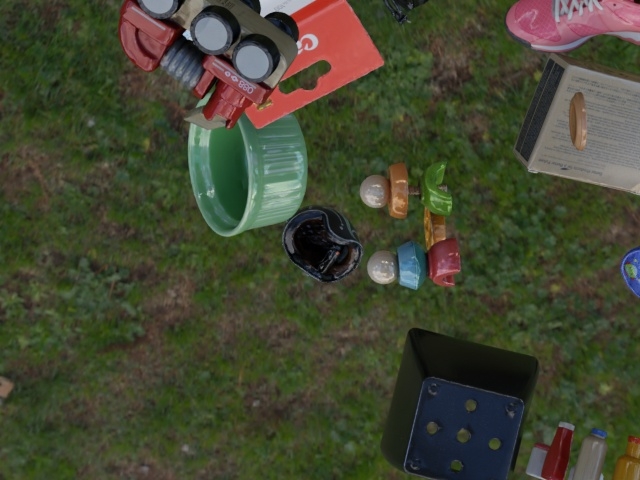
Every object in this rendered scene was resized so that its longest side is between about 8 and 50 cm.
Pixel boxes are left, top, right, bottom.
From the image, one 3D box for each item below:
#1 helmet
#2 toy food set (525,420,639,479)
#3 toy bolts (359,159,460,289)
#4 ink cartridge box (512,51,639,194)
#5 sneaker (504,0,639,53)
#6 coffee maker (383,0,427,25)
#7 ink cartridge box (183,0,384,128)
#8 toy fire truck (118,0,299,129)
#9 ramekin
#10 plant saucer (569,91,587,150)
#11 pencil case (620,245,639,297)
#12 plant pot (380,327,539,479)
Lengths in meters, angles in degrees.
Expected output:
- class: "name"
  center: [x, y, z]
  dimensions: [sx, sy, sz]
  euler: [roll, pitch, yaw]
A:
- class: "helmet"
  center: [0.000, 0.000, 2.013]
  dimensions: [0.169, 0.161, 0.169]
  euler: [-26, 142, -22]
- class: "toy food set"
  center: [0.422, 0.353, 1.465]
  dimensions: [0.111, 0.232, 0.104]
  euler: [21, 79, -10]
- class: "toy bolts"
  center: [0.155, -0.007, 1.637]
  dimensions: [0.159, 0.228, 0.218]
  euler: [-4, 151, -1]
- class: "ink cartridge box"
  center: [0.477, -0.200, 1.547]
  dimensions: [0.235, 0.088, 0.193]
  euler: [10, 116, -17]
- class: "sneaker"
  center: [0.467, -0.399, 1.504]
  dimensions: [0.314, 0.115, 0.136]
  euler: [0, 161, 14]
- class: "coffee maker"
  center: [0.137, -0.359, 1.013]
  dimensions: [0.178, 0.171, 0.120]
  euler: [-40, 90, -6]
- class: "ink cartridge box"
  center: [-0.124, -0.372, 1.498]
  dimensions: [0.308, 0.091, 0.385]
  euler: [-21, 116, 35]
- class: "toy fire truck"
  center: [-0.170, -0.238, 1.218]
  dimensions: [0.217, 0.158, 0.246]
  euler: [33, 125, -6]
- class: "ramekin"
  center: [-0.153, -0.166, 1.905]
  dimensions: [0.148, 0.303, 0.303]
  euler: [-9, 129, -31]
- class: "plant saucer"
  center: [0.368, -0.170, 1.286]
  dimensions: [0.013, 0.083, 0.083]
  euler: [-3, 124, 7]
- class: "pencil case"
  center: [0.773, 0.034, 1.909]
  dimensions: [0.306, 0.133, 0.119]
  euler: [-20, 109, -36]
- class: "plant pot"
  center: [0.185, 0.235, 1.180]
  dimensions: [0.188, 0.167, 0.188]
  euler: [14, 93, 6]
